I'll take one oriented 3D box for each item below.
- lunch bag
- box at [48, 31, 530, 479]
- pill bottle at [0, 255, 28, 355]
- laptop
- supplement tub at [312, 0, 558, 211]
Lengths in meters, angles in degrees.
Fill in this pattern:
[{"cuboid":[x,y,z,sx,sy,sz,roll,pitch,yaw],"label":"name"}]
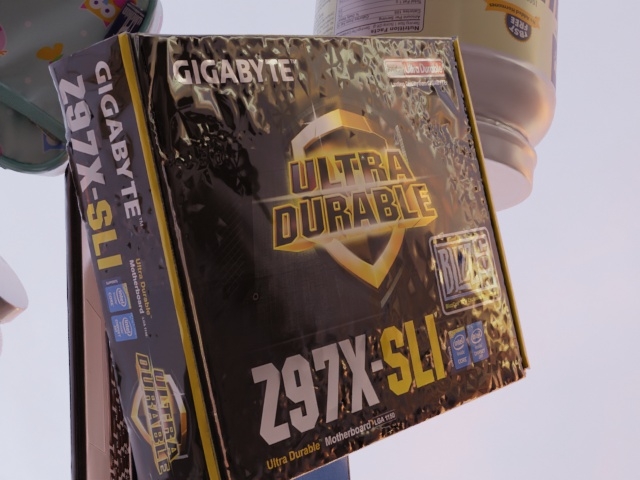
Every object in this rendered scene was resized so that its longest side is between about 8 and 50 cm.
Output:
[{"cuboid":[-0.284,-0.188,0.991,0.279,0.108,0.224,31,-96,-6],"label":"lunch bag"},{"cuboid":[0.000,0.000,0.745,0.322,0.079,0.257,-10,-90,-50],"label":"box"},{"cuboid":[-0.424,0.111,1.172,0.264,0.146,0.146,-36,-57,5],"label":"pill bottle"},{"cuboid":[-0.084,0.163,1.092,0.236,0.408,0.381,-5,-107,-2],"label":"laptop"},{"cuboid":[0.110,-0.205,1.126,0.235,0.235,0.324,13,-108,-27],"label":"supplement tub"}]
